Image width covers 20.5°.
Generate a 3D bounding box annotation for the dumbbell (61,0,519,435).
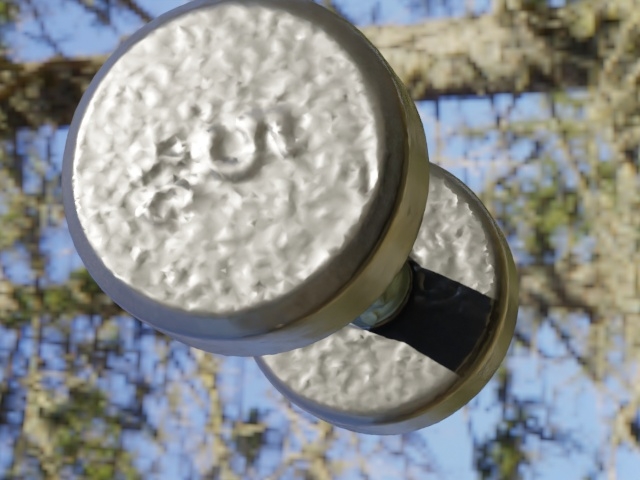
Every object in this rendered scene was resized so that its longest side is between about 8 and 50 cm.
[{"bbox_3d":[0.000,0.000,0.557,0.191,0.100,0.100,42,-127,-69],"label":"dumbbell"}]
